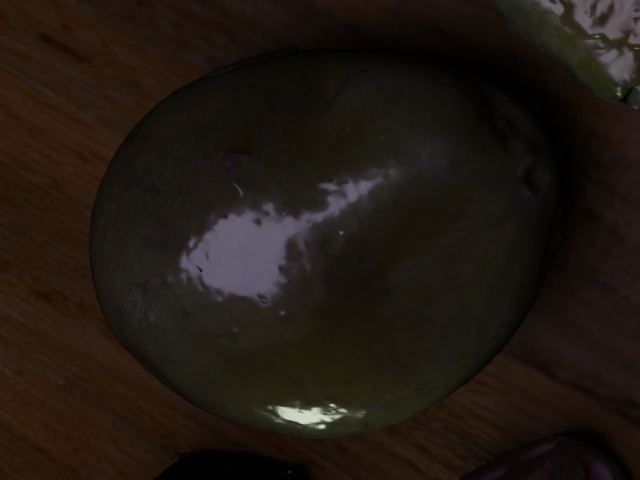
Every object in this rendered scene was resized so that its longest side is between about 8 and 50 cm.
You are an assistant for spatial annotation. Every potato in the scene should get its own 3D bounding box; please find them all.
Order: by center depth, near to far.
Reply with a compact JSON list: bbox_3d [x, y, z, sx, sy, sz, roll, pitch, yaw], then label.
[{"bbox_3d":[0.000,0.000,0.696,0.235,0.160,0.178,-29,130,27],"label":"potato"}]

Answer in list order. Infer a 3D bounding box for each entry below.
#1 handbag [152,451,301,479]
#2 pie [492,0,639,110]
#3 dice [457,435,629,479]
[{"bbox_3d":[-0.089,0.223,0.819,0.155,0.215,0.169,7,110,33],"label":"handbag"},{"bbox_3d":[0.154,-0.195,0.550,0.306,0.071,0.306,13,117,27],"label":"pie"},{"bbox_3d":[0.102,0.154,0.727,0.093,0.091,0.094,-30,92,40],"label":"dice"}]
